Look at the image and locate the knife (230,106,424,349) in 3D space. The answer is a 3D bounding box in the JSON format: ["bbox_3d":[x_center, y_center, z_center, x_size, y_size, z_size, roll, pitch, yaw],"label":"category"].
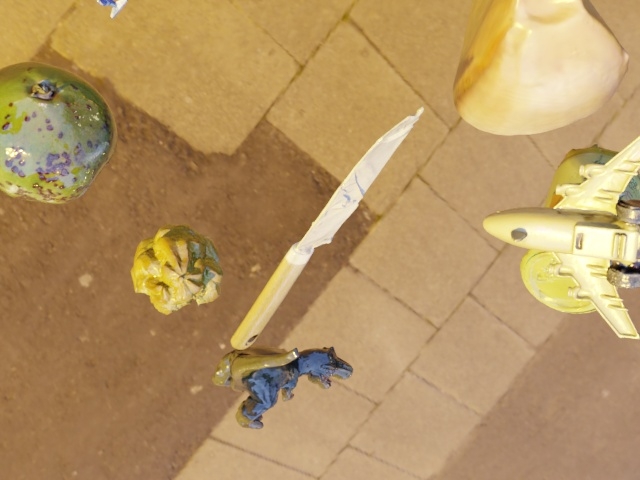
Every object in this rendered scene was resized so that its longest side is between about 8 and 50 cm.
[{"bbox_3d":[-0.001,-0.002,0.707,0.047,0.017,0.298,-10,146,-40],"label":"knife"}]

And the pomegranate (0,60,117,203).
[{"bbox_3d":[-0.476,-0.175,1.486,0.254,0.254,0.270,-21,164,-24],"label":"pomegranate"}]

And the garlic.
[{"bbox_3d":[0.208,-0.222,0.834,0.151,0.338,0.196,3,125,9],"label":"garlic"}]

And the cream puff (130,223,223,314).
[{"bbox_3d":[-0.225,0.046,1.409,0.156,0.156,0.121,-2,116,-35],"label":"cream puff"}]

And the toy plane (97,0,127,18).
[{"bbox_3d":[-0.310,-0.356,1.102,0.054,0.167,0.062,-36,-178,33],"label":"toy plane"}]

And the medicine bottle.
[{"bbox_3d":[0.348,-0.024,1.146,0.239,0.124,0.124,-60,146,-40],"label":"medicine bottle"}]

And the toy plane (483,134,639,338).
[{"bbox_3d":[0.294,-0.005,0.919,0.092,0.244,0.229,-52,144,-68],"label":"toy plane"}]

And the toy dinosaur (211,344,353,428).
[{"bbox_3d":[-0.034,0.118,0.929,0.187,0.087,0.179,-13,149,-47],"label":"toy dinosaur"}]
